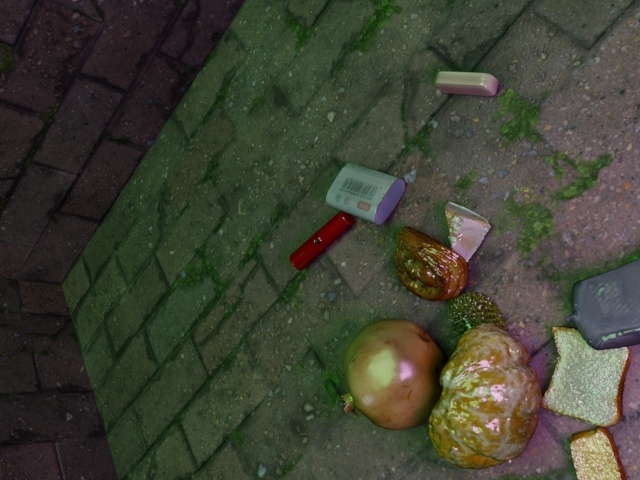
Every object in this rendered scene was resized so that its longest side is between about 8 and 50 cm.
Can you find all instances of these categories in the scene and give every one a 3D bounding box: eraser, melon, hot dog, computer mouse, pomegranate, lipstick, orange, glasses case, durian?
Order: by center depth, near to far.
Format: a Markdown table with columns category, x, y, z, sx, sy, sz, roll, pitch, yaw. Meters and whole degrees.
| category | x | y | z | sx | sy | sz | roll | pitch | yaw |
| --- | --- | --- | --- | --- | --- | --- | --- | --- | --- |
| computer mouse | 0.745 | 0.135 | 1.264 | 0.371 | 0.122 | 0.188 | -23 | 51 | 29 |
| orange | 0.416 | 0.396 | 1.367 | 0.210 | 0.271 | 0.369 | 20 | 101 | 59 |
| durian | 0.431 | 0.236 | 1.537 | 0.137 | 0.095 | 0.221 | -36 | 65 | 30 |
| pomegranate | 0.196 | 0.381 | 1.576 | 0.319 | 0.319 | 0.319 | -11 | 73 | 39 |
| melon | 0.419 | -0.027 | 1.611 | 0.139 | 0.093 | 0.202 | -12 | 79 | 30 |
| hot dog | 0.300 | 0.062 | 1.644 | 0.272 | 0.122 | 0.196 | 36 | 140 | 44 |
| glasses case | 0.440 | -0.476 | 1.699 | 0.196 | 0.083 | 0.050 | 18 | 93 | 40 |
| eraser | 0.147 | -0.160 | 1.860 | 0.227 | 0.081 | 0.174 | 24 | 75 | 43 |
| lipstick | 0.001 | 0.001 | 1.973 | 0.279 | 0.073 | 0.073 | -42 | 56 | 26 |

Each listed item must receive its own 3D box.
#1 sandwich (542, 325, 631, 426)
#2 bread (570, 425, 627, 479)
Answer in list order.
| category | x | y | z | sx | sy | sz | roll | pitch | yaw |
| --- | --- | --- | --- | --- | --- | --- | --- | --- | --- |
| sandwich | 0.639 | 0.326 | 1.355 | 0.186 | 0.065 | 0.215 | 12 | 88 | 41 |
| bread | 0.649 | 0.531 | 1.304 | 0.103 | 0.065 | 0.187 | -17 | 71 | 31 |
